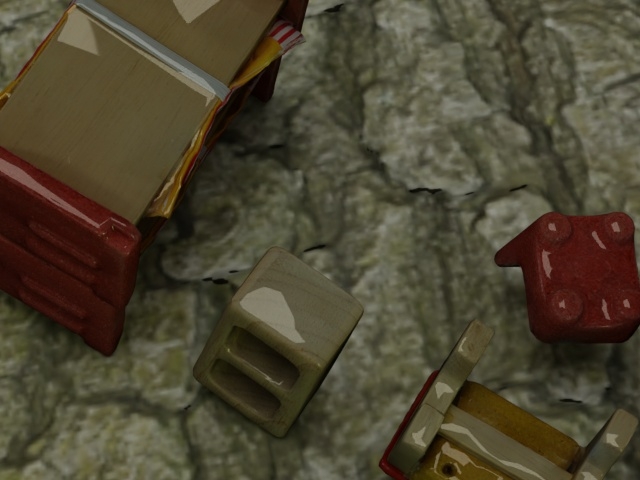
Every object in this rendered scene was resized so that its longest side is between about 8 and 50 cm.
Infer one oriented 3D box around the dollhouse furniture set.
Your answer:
[{"bbox_3d":[0.000,0.000,1.044,0.374,0.152,0.201,32,65,2],"label":"dollhouse furniture set"}]
